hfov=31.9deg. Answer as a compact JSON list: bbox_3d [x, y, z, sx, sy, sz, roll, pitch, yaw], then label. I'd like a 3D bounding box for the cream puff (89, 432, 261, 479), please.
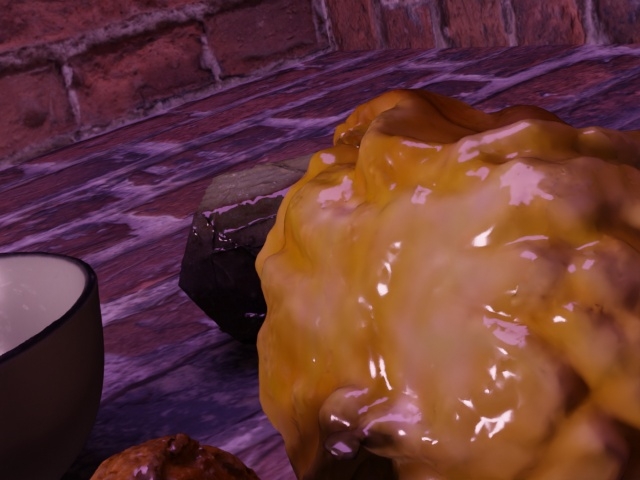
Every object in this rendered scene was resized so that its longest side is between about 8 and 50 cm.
[{"bbox_3d":[-0.119,0.215,0.645,0.169,0.183,0.183,-22,13,25],"label":"cream puff"}]

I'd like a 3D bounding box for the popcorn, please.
[{"bbox_3d":[0.134,0.063,0.772,0.381,0.349,0.349,5,2,-43],"label":"popcorn"}]

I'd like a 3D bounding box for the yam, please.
[{"bbox_3d":[0.001,0.005,1.135,0.271,0.201,0.202,-3,-10,8],"label":"yam"}]

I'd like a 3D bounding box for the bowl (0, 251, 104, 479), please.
[{"bbox_3d":[-0.332,0.157,0.920,0.353,0.185,0.354,-12,18,4],"label":"bowl"}]
